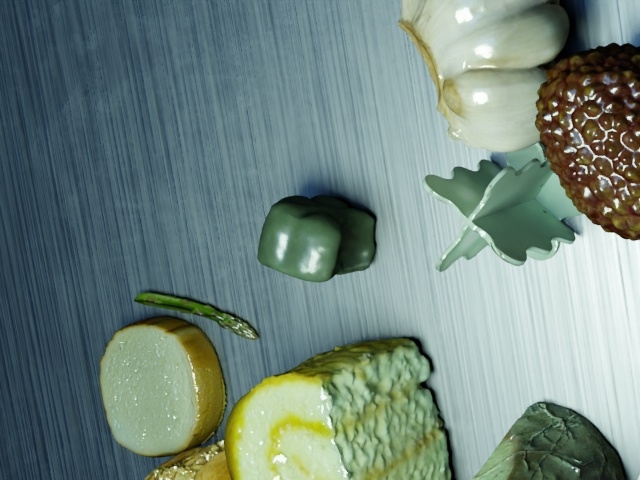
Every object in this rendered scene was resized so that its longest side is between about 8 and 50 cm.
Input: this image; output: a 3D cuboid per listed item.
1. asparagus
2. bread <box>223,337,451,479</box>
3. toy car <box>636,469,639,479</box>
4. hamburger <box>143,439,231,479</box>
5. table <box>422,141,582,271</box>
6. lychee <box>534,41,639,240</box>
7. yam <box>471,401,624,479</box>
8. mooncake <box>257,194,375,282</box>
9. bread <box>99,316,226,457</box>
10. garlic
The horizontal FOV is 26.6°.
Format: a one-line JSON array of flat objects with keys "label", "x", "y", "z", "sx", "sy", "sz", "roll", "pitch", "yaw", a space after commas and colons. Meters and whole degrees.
[{"label": "asparagus", "x": -0.195, "y": 0.113, "z": 2.124, "sx": 0.236, "sy": 0.027, "sz": 0.034, "roll": 15, "pitch": 113, "yaw": 30}, {"label": "bread", "x": 0.028, "y": 0.350, "z": 1.906, "sx": 0.264, "sy": 0.239, "sz": 0.395, "roll": -13, "pitch": 96, "yaw": 38}, {"label": "toy car", "x": 0.481, "y": 0.296, "z": 1.525, "sx": 0.226, "sy": 0.336, "sz": 0.242, "roll": 23, "pitch": 112, "yaw": 26}, {"label": "hamburger", "x": -0.148, "y": 0.410, "z": 2.044, "sx": 0.211, "sy": 0.245, "sz": 0.260, "roll": -4, "pitch": 56, "yaw": 44}, {"label": "table", "x": 0.227, "y": -0.038, "z": 1.707, "sx": 0.166, "sy": 0.198, "sz": 0.166, "roll": 8, "pitch": 104, "yaw": 33}, {"label": "lychee", "x": 0.371, "y": -0.118, "z": 1.573, "sx": 0.271, "sy": 0.236, "sz": 0.236, "roll": 33, "pitch": 123, "yaw": -17}, {"label": "yam", "x": 0.268, "y": 0.361, "z": 1.725, "sx": 0.201, "sy": 0.271, "sz": 0.202, "roll": 32, "pitch": 120, "yaw": 25}, {"label": "mooncake", "x": 0.000, "y": 0.000, "z": 1.886, "sx": 0.168, "sy": 0.175, "sz": 0.104, "roll": 14, "pitch": 104, "yaw": -9}, {"label": "bread", "x": -0.254, "y": 0.235, "z": 2.164, "sx": 0.236, "sy": 0.070, "sz": 0.236, "roll": 7, "pitch": 103, "yaw": 33}, {"label": "garlic", "x": 0.221, "y": -0.267, "z": 1.668, "sx": 0.281, "sy": 0.203, "sz": 0.185, "roll": 64, "pitch": 158, "yaw": 23}]
